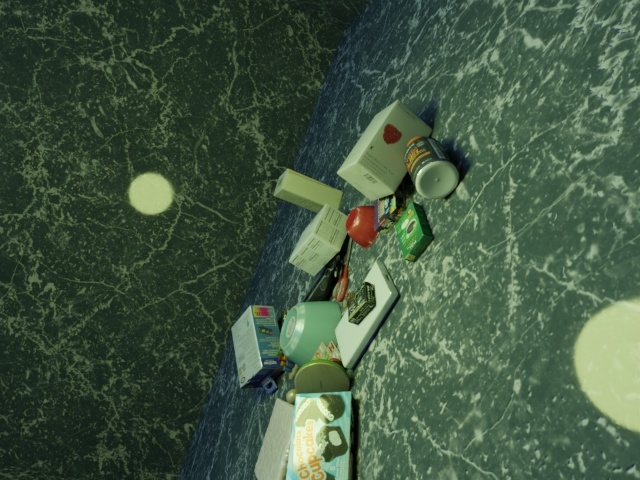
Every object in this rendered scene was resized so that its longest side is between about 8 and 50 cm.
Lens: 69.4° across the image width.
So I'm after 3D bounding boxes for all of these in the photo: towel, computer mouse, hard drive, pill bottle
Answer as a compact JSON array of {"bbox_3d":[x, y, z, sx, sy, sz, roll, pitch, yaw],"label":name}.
[{"bbox_3d":[-0.166,0.830,1.866,0.317,0.054,0.331,-21,50,69],"label":"towel"},{"bbox_3d":[0.022,0.192,1.989,0.272,0.072,0.188,-55,5,20],"label":"computer mouse"},{"bbox_3d":[0.151,0.252,1.582,0.318,0.040,0.210,-62,19,21],"label":"hard drive"},{"bbox_3d":[0.334,-0.241,1.442,0.130,0.131,0.245,-60,19,29],"label":"pill bottle"}]

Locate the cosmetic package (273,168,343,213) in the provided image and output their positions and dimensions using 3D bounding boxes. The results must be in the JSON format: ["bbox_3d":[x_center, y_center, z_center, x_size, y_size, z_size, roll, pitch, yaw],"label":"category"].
[{"bbox_3d":[-0.063,-0.237,2.345,0.160,0.310,0.113,-23,50,66],"label":"cosmetic package"}]

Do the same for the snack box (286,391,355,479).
[{"bbox_3d":[0.003,0.621,1.383,0.060,0.187,0.321,65,-157,-46],"label":"snack box"}]

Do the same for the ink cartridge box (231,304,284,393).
[{"bbox_3d":[-0.307,0.559,2.301,0.270,0.151,0.395,-49,44,42],"label":"ink cartridge box"}]

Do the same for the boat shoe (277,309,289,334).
[{"bbox_3d":[-0.223,0.465,2.418,0.080,0.074,0.223,7,79,69],"label":"boat shoe"}]

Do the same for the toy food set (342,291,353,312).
[{"bbox_3d":[0.114,0.235,1.759,0.122,0.019,0.077,-98,32,-72],"label":"toy food set"}]

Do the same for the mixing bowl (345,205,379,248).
[{"bbox_3d":[0.162,-0.069,1.824,0.181,0.098,0.181,-56,21,35],"label":"mixing bowl"}]

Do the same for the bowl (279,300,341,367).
[{"bbox_3d":[-0.057,0.375,1.873,0.311,0.163,0.311,-55,23,38],"label":"bowl"}]

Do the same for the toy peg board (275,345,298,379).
[{"bbox_3d":[-0.141,0.515,2.105,0.161,0.079,0.160,-65,17,16],"label":"toy peg board"}]

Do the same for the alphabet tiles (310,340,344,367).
[{"bbox_3d":[0.014,0.491,1.679,0.237,0.009,0.198,-63,36,20],"label":"alphabet tiles"}]

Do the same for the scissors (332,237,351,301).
[{"bbox_3d":[0.110,0.111,1.917,0.109,0.021,0.296,161,129,-71],"label":"scissors"}]

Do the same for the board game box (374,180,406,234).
[{"bbox_3d":[0.254,-0.130,1.699,0.141,0.048,0.170,-51,25,43],"label":"board game box"}]

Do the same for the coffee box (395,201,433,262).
[{"bbox_3d":[0.294,-0.028,1.470,0.113,0.041,0.184,-59,19,31],"label":"coffee box"}]

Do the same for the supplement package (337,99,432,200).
[{"bbox_3d":[0.230,-0.319,1.657,0.292,0.178,0.175,-58,14,-15],"label":"supplement package"}]

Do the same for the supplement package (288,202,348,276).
[{"bbox_3d":[0.000,0.000,2.094,0.262,0.145,0.203,-47,14,49],"label":"supplement package"}]

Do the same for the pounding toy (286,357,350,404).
[{"bbox_3d":[-0.001,0.473,1.583,0.110,0.183,0.236,-82,15,-63],"label":"pounding toy"}]

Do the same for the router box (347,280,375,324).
[{"bbox_3d":[0.135,0.209,1.542,0.122,0.038,0.092,-56,21,38],"label":"router box"}]
